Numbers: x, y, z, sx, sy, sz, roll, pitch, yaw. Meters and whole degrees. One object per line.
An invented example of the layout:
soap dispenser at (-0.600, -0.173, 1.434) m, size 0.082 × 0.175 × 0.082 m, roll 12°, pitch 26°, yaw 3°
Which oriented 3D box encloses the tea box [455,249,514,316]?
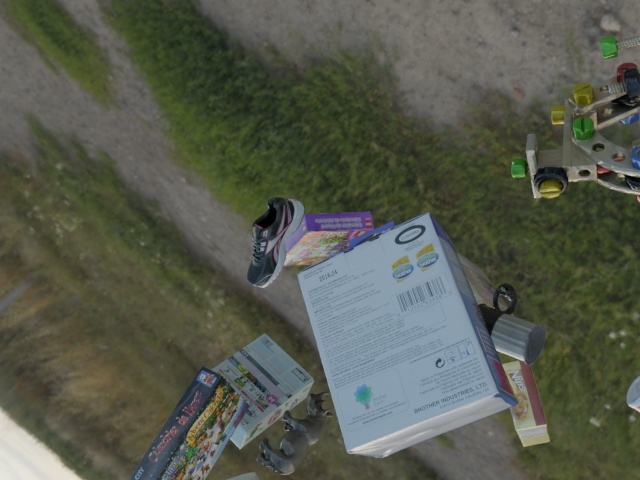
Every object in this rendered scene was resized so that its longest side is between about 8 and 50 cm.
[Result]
tea box at (0.349, 0.213, 2.246) m, size 0.329 × 0.323 × 0.220 m, roll 29°, pitch -153°, yaw -56°

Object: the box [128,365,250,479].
box at (-0.220, 0.347, 1.293) m, size 0.044 × 0.233 × 0.159 m, roll 23°, pitch 158°, yaw 25°

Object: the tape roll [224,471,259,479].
tape roll at (-0.251, 0.741, 2.009) m, size 0.169 × 0.246 × 0.246 m, roll 68°, pitch 157°, yaw 5°

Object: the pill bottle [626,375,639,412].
pill bottle at (0.788, 0.377, 1.733) m, size 0.160 × 0.087 × 0.087 m, roll 30°, pitch 157°, yaw 2°

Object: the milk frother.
milk frother at (0.389, 0.163, 1.528) m, size 0.134 × 0.143 × 0.129 m, roll 20°, pitch 176°, yaw 38°

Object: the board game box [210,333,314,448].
board game box at (-0.202, 0.447, 2.300) m, size 0.224 × 0.303 × 0.098 m, roll 40°, pitch 133°, yaw 21°

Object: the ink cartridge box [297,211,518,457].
ink cartridge box at (0.134, 0.136, 1.318) m, size 0.151 × 0.269 × 0.396 m, roll 38°, pitch -149°, yaw -60°

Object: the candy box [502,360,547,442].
candy box at (0.578, 0.461, 2.144) m, size 0.087 × 0.183 × 0.316 m, roll -16°, pitch 154°, yaw 13°

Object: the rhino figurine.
rhino figurine at (-0.051, 0.477, 1.909) m, size 0.106 × 0.243 × 0.073 m, roll 29°, pitch 158°, yaw 31°

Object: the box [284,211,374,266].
box at (0.000, 0.000, 2.164) m, size 0.293 × 0.200 × 0.057 m, roll 135°, pitch 128°, yaw -60°

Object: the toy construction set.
toy construction set at (0.466, -0.168, 1.359) m, size 0.237 × 0.258 × 0.309 m, roll -10°, pitch 165°, yaw 22°

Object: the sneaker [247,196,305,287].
sneaker at (-0.102, -0.004, 1.416) m, size 0.072 × 0.178 × 0.077 m, roll 23°, pitch -178°, yaw 43°
